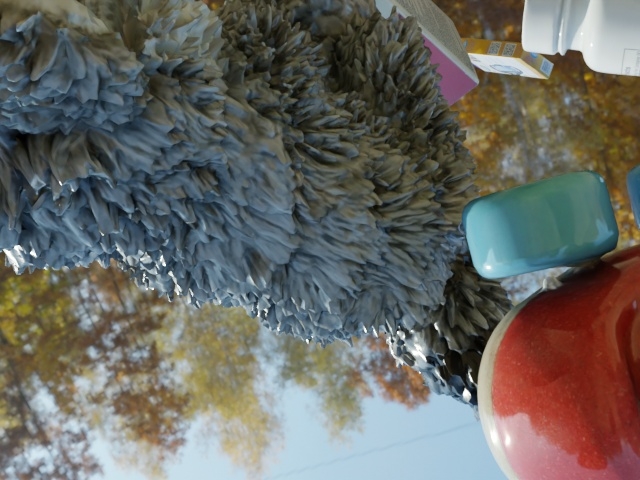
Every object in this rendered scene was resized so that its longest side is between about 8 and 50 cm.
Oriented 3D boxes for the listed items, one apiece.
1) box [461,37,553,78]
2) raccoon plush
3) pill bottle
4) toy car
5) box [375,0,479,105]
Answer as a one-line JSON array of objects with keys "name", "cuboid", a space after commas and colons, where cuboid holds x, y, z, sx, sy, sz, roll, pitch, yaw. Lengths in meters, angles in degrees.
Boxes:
[{"name": "box", "cuboid": [0.270, -0.275, 1.214, 0.081, 0.028, 0.136, 18, -176, -43]}, {"name": "raccoon plush", "cuboid": [0.000, 0.000, 0.427, 0.216, 0.446, 0.299, -60, 172, 25]}, {"name": "pill bottle", "cuboid": [0.330, -0.233, 0.822, 0.229, 0.131, 0.131, 10, -148, 19]}, {"name": "toy car", "cuboid": [0.207, 0.058, 0.343, 0.210, 0.219, 0.238, -12, 177, -22]}, {"name": "box", "cuboid": [0.086, -0.278, 1.097, 0.127, 0.232, 0.148, -36, -135, 27]}]
